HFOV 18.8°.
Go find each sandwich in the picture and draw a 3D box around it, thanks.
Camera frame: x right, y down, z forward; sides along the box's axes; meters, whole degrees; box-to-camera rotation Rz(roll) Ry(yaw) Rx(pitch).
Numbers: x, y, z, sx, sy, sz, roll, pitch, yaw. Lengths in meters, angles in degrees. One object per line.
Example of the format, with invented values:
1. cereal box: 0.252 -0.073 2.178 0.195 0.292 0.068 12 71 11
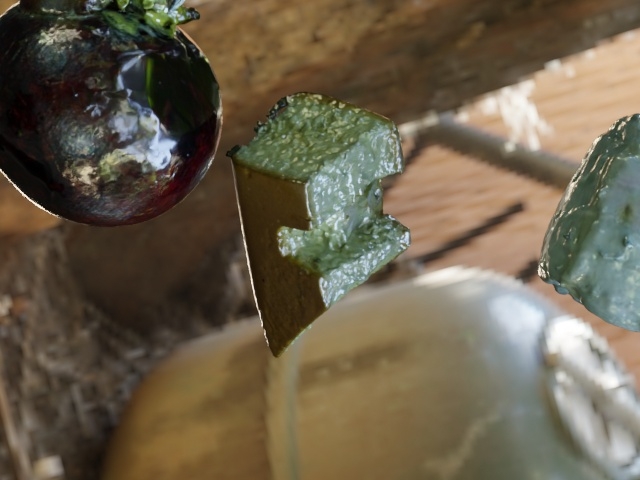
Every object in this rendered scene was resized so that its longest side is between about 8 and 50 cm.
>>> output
1. sandwich: 0.000 0.000 1.764 0.122 0.128 0.236 -35 131 -36

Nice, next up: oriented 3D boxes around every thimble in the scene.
1. thimble: 0.306 0.003 1.693 0.250 0.205 0.172 25 93 -48

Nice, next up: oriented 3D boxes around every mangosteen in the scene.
1. mangosteen: -0.180 -0.154 1.703 0.231 0.289 0.231 24 23 -11

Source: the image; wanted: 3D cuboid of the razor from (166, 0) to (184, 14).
1. razor: -0.215 -0.201 1.344 0.111 0.277 0.056 148 -58 -75
